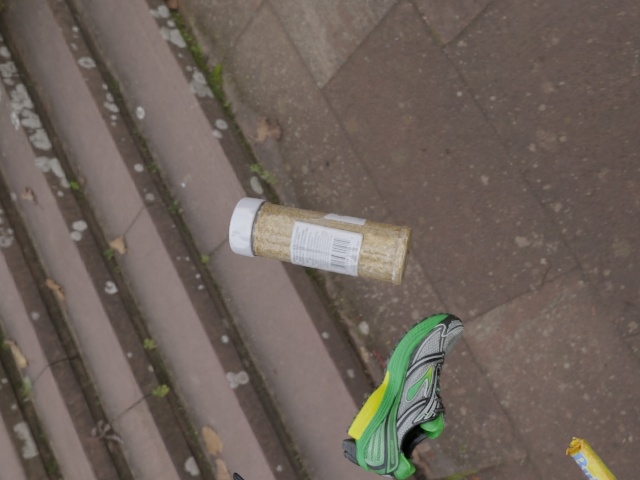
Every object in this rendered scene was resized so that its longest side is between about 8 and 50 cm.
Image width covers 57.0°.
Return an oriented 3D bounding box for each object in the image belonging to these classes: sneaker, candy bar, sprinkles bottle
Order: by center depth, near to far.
[{"bbox_3d":[0.319,0.282,0.621,0.040,0.018,0.161,89,155,-50],"label":"candy bar"},{"bbox_3d":[0.191,0.293,1.121,0.146,0.343,0.134,19,156,33],"label":"sneaker"},{"bbox_3d":[0.000,0.000,1.188,0.355,0.121,0.121,11,115,12],"label":"sprinkles bottle"}]

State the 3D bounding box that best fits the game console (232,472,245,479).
[{"bbox_3d":[-0.044,0.339,0.733,0.122,0.107,0.071,28,103,36],"label":"game console"}]
